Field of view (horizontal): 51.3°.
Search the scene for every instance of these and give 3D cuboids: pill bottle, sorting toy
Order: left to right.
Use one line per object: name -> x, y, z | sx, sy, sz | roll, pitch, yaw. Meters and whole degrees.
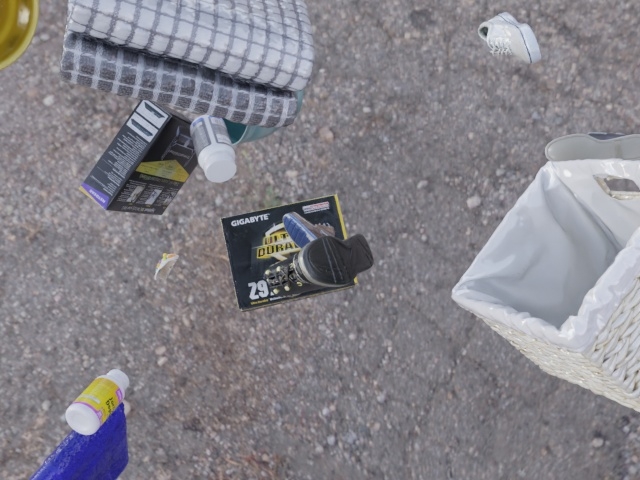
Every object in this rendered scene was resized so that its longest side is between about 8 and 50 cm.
pill bottle -> -0.268, 0.194, 0.811 | 0.043, 0.043, 0.083 | 9, 28, 14
sorting toy -> -0.458, 0.080, 1.937 | 0.045, 0.083, 0.075 | 32, 23, -5
pill bottle -> -0.222, -0.192, 1.390 | 0.078, 0.078, 0.137 | -19, 55, -3

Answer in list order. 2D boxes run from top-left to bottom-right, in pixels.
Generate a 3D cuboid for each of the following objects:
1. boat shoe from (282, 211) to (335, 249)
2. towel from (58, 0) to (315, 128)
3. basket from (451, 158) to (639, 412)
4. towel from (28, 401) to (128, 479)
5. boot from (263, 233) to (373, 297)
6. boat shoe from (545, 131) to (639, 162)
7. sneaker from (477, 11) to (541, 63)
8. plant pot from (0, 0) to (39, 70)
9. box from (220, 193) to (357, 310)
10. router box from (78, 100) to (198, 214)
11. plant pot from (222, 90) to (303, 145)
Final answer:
boat shoe -> 0.000, 0.000, 1.411 | 0.183, 0.066, 0.066 | 44, 60, 5
towel -> -0.146, -0.243, 0.706 | 0.235, 0.121, 0.284 | 9, 42, -22
basket -> 0.462, 0.070, 1.105 | 0.331, 0.266, 0.328 | -51, 19, -8
towel -> -0.444, 0.439, 1.146 | 0.076, 0.228, 0.308 | 31, 48, 9
boot -> -0.027, 0.055, 1.134 | 0.178, 0.236, 0.085 | -22, 86, 27
boat shoe -> 0.569, -0.188, 1.382 | 0.206, 0.065, 0.075 | -3, 102, 9
sneaker -> 0.462, -0.485, 1.640 | 0.091, 0.094, 0.258 | -25, 30, 8
plant pot -> -0.696, -0.453, 1.229 | 0.239, 0.254, 0.254 | 25, 65, 34
box -> -0.086, 0.034, 1.786 | 0.322, 0.079, 0.257 | -11, 82, -5
router box -> -0.378, -0.180, 1.511 | 0.081, 0.309, 0.243 | 37, 95, 7
plant pot -> -0.172, -0.417, 1.866 | 0.196, 0.293, 0.293 | -8, 52, -32
